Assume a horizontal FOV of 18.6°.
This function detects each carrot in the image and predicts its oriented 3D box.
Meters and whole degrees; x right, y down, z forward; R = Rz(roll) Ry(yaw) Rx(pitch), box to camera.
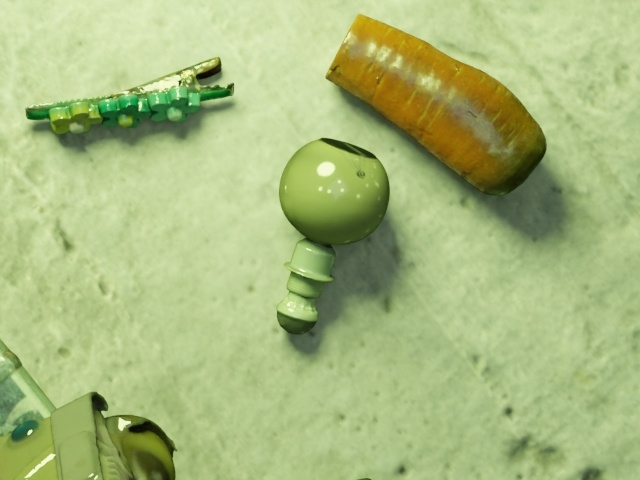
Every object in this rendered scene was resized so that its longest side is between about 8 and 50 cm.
[{"bbox_3d":[0.098,-0.116,1.616,0.193,0.087,0.087,38,83,0],"label":"carrot"}]

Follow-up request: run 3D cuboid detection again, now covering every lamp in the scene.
[{"bbox_3d":[0.000,0.000,1.604,0.091,0.091,0.163,15,101,-5],"label":"lamp"}]

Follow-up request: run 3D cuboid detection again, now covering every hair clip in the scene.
[{"bbox_3d":[-0.155,-0.113,1.607,0.173,0.049,0.049,-13,88,-8],"label":"hair clip"}]

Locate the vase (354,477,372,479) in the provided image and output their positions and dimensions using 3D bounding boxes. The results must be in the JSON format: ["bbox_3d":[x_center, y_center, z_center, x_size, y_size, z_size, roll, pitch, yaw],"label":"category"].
[{"bbox_3d":[0.043,0.343,1.534,0.156,0.251,0.300,-25,77,20],"label":"vase"}]

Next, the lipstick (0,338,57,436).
[{"bbox_3d":[-0.258,0.136,1.565,0.077,0.076,0.289,-39,93,-7],"label":"lipstick"}]

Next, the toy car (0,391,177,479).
[{"bbox_3d":[-0.157,0.308,1.431,0.226,0.242,0.336,-27,120,2],"label":"toy car"}]
